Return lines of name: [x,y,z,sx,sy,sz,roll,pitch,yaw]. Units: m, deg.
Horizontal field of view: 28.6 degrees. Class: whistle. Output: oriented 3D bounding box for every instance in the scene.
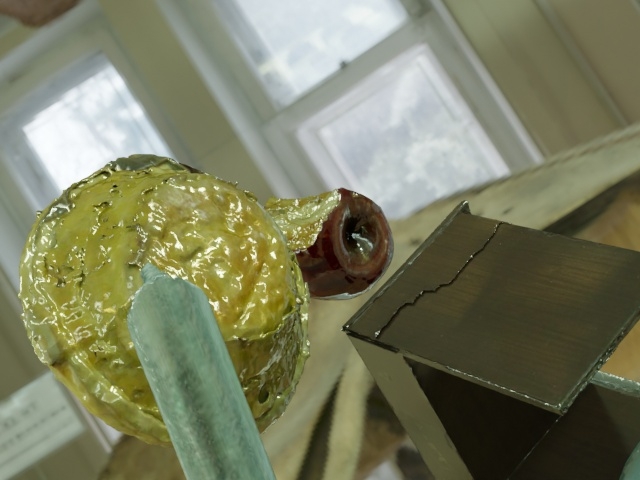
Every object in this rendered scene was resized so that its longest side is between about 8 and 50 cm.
whistle: [-0.062,0.162,0.873,0.062,0.312,0.062,-19,11,4]

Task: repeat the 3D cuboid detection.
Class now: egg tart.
egg tart: [-0.128,0.041,1.232,0.341,0.341,0.132,-29,-11,-46]

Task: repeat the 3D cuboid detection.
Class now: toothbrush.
toothbrush: [0.459,0.213,1.752,0.030,0.297,0.030,36,-110,-63]

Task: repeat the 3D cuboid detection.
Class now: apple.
apple: [0.000,0.006,1.576,0.158,0.147,0.156,-4,23,47]

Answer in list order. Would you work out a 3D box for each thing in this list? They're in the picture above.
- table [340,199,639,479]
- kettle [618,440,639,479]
table: [0.218,0.135,1.195,0.196,0.250,0.282,-44,32,-22]
kettle: [0.337,0.246,0.796,0.247,0.320,0.342,105,-179,-60]
